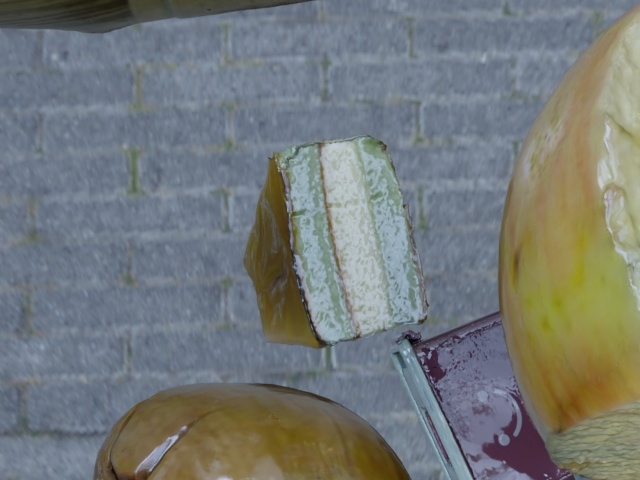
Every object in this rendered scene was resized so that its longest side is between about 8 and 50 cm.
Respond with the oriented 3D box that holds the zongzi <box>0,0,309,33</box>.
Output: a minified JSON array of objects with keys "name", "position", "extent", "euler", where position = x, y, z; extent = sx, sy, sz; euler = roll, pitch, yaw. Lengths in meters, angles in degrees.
[{"name":"zongzi","position":[-0.221,-0.262,0.718],"extent":[0.467,0.500,0.218],"euler":[5,78,8]}]

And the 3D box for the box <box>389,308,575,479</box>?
[{"name":"box","position":[0.225,0.233,1.961],"extent":[0.168,0.193,0.294],"euler":[-24,86,-6]}]

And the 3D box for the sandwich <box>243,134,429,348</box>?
[{"name":"sandwich","position":[0.000,0.000,1.706],"extent":[0.155,0.198,0.227],"euler":[-12,94,-22]}]

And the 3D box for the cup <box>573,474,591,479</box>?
[{"name":"cup","position":[0.451,0.095,1.651],"extent":[0.310,0.401,0.392],"euler":[9,62,17]}]

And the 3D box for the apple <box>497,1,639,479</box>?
[{"name":"apple","position":[0.243,-0.009,0.989],"extent":[0.252,0.314,0.309],"euler":[-7,67,9]}]

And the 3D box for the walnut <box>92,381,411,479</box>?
[{"name":"walnut","position":[-0.058,0.191,0.994],"extent":[0.203,0.298,0.203],"euler":[-3,95,-36]}]
